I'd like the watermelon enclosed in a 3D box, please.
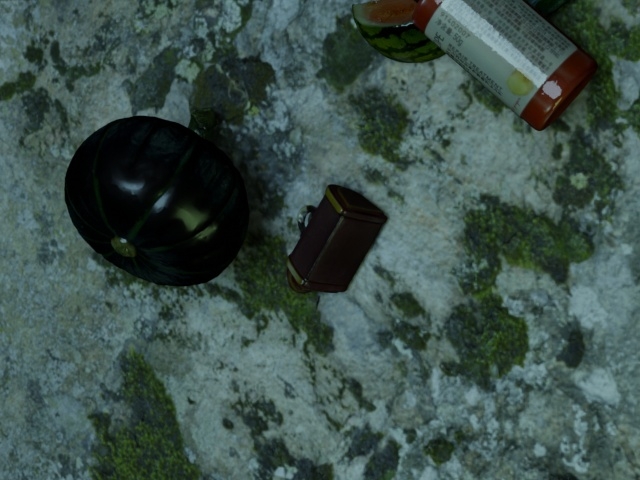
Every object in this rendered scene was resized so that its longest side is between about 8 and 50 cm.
[{"bbox_3d":[0.104,-0.260,1.710,0.163,0.069,0.087,-6,90,30],"label":"watermelon"}]

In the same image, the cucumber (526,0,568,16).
[{"bbox_3d":[0.275,-0.290,1.621,0.155,0.037,0.037,-34,75,28],"label":"cucumber"}]

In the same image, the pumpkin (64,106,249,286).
[{"bbox_3d":[-0.196,-0.072,1.839,0.248,0.248,0.248,2,93,32],"label":"pumpkin"}]

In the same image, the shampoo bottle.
[{"bbox_3d":[0.180,-0.251,1.609,0.278,0.104,0.104,43,113,9],"label":"shampoo bottle"}]

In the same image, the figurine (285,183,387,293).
[{"bbox_3d":[0.000,0.001,1.788,0.098,0.082,0.154,47,116,36],"label":"figurine"}]
